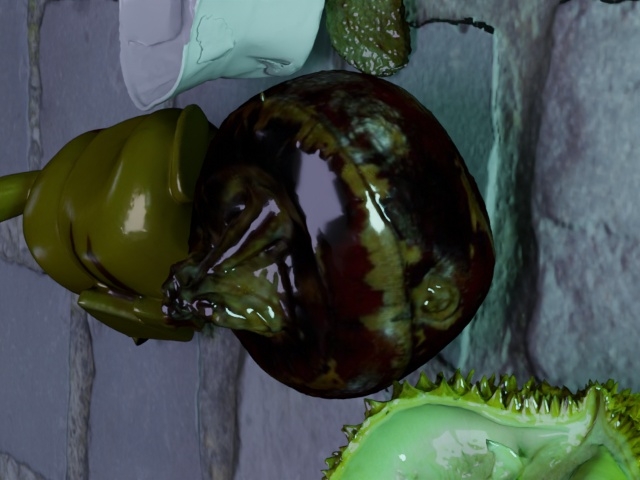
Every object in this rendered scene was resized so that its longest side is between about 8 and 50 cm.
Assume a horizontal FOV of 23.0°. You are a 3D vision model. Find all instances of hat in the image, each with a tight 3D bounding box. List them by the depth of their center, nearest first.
[{"bbox_3d":[-0.073,-0.189,1.199,0.203,0.126,0.203,180,90,-65],"label":"hat"}]

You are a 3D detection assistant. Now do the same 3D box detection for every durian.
[{"bbox_3d":[0.119,0.180,0.947,0.237,0.176,0.200,-9,52,24],"label":"durian"}]

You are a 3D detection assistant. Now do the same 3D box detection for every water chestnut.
[{"bbox_3d":[0.000,0.000,1.062,0.223,0.238,0.224,24,123,43],"label":"water chestnut"}]

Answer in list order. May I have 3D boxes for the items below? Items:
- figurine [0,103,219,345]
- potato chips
[{"bbox_3d":[-0.146,-0.007,1.309,0.169,0.218,0.327,-58,26,-17],"label":"figurine"},{"bbox_3d":[0.045,-0.227,1.138,0.142,0.026,0.209,-16,80,56],"label":"potato chips"}]
